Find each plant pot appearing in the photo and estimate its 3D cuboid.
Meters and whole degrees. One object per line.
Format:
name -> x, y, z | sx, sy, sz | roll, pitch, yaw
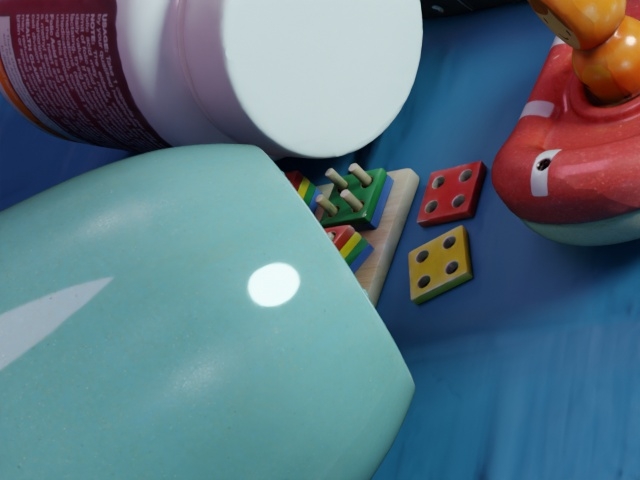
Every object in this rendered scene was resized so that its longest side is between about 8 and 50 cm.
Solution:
plant pot -> -0.087, 0.079, 0.803 | 0.235, 0.293, 0.293 | -33, 34, -4

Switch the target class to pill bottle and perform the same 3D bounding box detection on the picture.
pill bottle -> -0.110, -0.179, 1.127 | 0.392, 0.224, 0.224 | 13, 66, 52

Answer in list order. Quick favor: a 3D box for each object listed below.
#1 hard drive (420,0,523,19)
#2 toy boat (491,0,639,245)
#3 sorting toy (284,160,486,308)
hard drive -> 0.203, -0.303, 1.008 | 0.339, 0.064, 0.237 | 1, 69, 49
toy boat -> 0.177, -0.114, 0.812 | 0.151, 0.151, 0.231 | -1, 55, 47
sorting toy -> 0.000, 0.000, 0.984 | 0.274, 0.046, 0.132 | -8, 50, 42
